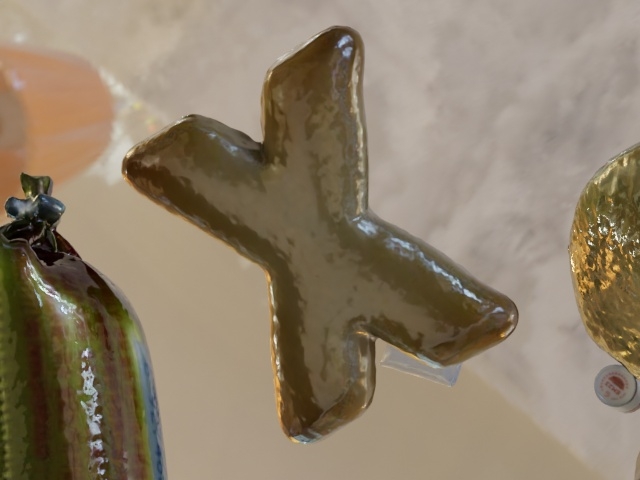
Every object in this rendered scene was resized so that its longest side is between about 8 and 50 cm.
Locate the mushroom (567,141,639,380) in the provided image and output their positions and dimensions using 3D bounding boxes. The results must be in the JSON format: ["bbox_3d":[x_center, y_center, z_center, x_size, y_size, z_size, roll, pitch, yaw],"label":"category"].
[{"bbox_3d":[0.300,0.061,1.304,0.217,0.292,0.212,-5,-117,14],"label":"mushroom"}]

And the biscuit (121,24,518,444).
[{"bbox_3d":[-0.001,0.000,0.980,0.164,0.047,0.208,-31,-87,14],"label":"biscuit"}]

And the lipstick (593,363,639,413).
[{"bbox_3d":[0.270,0.134,1.523,0.038,0.131,0.038,-2,-98,14],"label":"lipstick"}]

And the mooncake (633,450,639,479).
[{"bbox_3d":[0.423,0.270,1.562,0.290,0.161,0.290,6,-71,19],"label":"mooncake"}]

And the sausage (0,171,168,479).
[{"bbox_3d":[-0.146,0.114,0.914,0.117,0.125,0.317,-18,-106,40],"label":"sausage"}]

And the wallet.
[{"bbox_3d":[0.090,0.099,1.489,0.083,0.011,0.044,15,-98,42],"label":"wallet"}]
